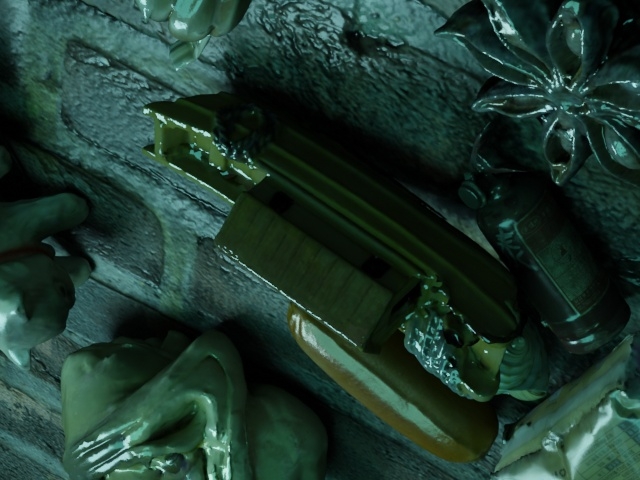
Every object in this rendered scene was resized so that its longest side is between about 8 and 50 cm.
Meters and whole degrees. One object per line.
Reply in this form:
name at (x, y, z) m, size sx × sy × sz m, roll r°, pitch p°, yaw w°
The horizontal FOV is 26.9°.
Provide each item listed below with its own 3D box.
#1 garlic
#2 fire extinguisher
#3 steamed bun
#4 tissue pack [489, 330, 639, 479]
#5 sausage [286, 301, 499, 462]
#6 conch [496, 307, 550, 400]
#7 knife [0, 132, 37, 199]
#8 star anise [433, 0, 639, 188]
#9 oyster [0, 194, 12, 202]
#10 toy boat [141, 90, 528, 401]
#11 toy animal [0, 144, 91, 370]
garlic at (-0.120, -0.236, 1.231) m, size 0.127 × 0.131 × 0.194 m, roll 19°, pitch 150°, yaw -6°
fire extinguisher at (0.207, -0.012, 1.237) m, size 0.106 × 0.075 × 0.252 m, roll -18°, pitch 116°, yaw 44°
steamed bun at (-0.185, 0.278, 1.706) m, size 0.339 × 0.247 × 0.352 m, roll -18°, pitch 113°, yaw 45°
tissue pack at (0.319, 0.231, 1.364) m, size 0.215 × 0.123 × 0.256 m, roll 37°, pitch 143°, yaw -4°
sausage at (0.079, 0.145, 1.476) m, size 0.274 × 0.105 × 0.105 m, roll 38°, pitch 143°, yaw -1°
conch at (0.177, 0.113, 1.369) m, size 0.135 × 0.102 × 0.153 m, roll 30°, pitch 177°, yaw -11°
knife at (-0.381, -0.092, 1.664) m, size 0.023 × 0.010 × 0.170 m, roll 3°, pitch 130°, yaw 37°
star anise at (0.218, -0.140, 1.069) m, size 0.236 × 0.109 × 0.223 m, roll 39°, pitch 156°, yaw 0°
oyster at (-0.447, -0.024, 1.748) m, size 0.177 × 0.064 × 0.125 m, roll -18°, pitch 114°, yaw 45°
toy boat at (0.000, 0.000, 1.291) m, size 0.445 × 0.162 × 0.136 m, roll 37°, pitch 148°, yaw 22°
toy animal at (-0.403, 0.000, 1.565) m, size 0.266 × 0.188 × 0.308 m, roll 8°, pitch 139°, yaw -8°
